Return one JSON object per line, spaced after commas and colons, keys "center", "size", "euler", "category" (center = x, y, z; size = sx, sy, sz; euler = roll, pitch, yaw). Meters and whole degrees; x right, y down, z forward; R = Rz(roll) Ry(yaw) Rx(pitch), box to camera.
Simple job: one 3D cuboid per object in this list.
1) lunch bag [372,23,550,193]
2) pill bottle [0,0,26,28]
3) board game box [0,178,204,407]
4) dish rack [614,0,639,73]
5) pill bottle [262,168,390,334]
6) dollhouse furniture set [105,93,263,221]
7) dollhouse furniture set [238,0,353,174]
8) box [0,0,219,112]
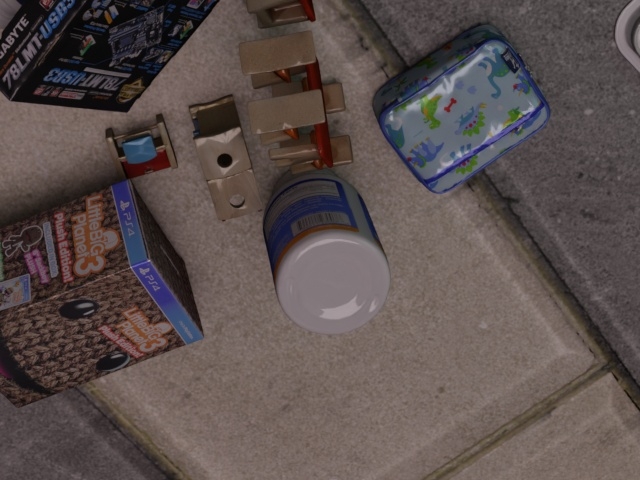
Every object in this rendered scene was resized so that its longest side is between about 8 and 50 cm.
{"center": [0.200, -0.181, 1.766], "size": [0.219, 0.090, 0.176], "euler": [-32, 119, 9], "category": "lunch bag"}
{"center": [-0.349, -0.343, 1.573], "size": [0.186, 0.112, 0.112], "euler": [-26, 118, 25], "category": "pill bottle"}
{"center": [-0.342, 0.079, 1.735], "size": [0.291, 0.141, 0.232], "euler": [-21, 146, 3], "category": "board game box"}
{"center": [0.613, -0.279, 1.786], "size": [0.333, 0.072, 0.285], "euler": [40, 105, -22], "category": "dish rack"}
{"center": [0.000, 0.000, 1.722], "size": [0.152, 0.272, 0.152], "euler": [-3, 116, -7], "category": "pill bottle"}
{"center": [-0.187, -0.097, 1.727], "size": [0.183, 0.129, 0.129], "euler": [-16, 117, -1], "category": "dollhouse furniture set"}
{"center": [-0.012, -0.225, 1.629], "size": [0.135, 0.262, 0.259], "euler": [-10, 81, 8], "category": "dollhouse furniture set"}
{"center": [-0.237, -0.290, 1.544], "size": [0.073, 0.295, 0.293], "euler": [47, 106, 12], "category": "box"}
